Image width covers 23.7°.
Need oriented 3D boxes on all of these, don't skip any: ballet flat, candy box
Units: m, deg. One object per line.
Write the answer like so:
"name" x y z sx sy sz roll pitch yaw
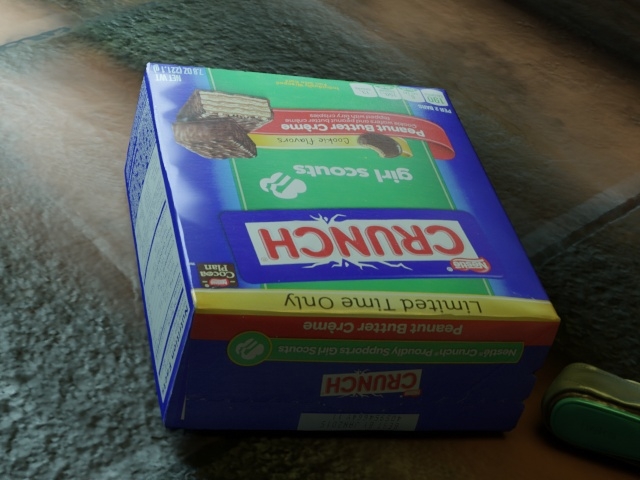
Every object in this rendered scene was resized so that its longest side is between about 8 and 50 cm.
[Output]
"ballet flat" 0.268 0.144 1.116 0.213 0.072 0.068 22 31 12
"candy box" 0.000 0.000 1.176 0.268 0.122 0.317 3 38 -17
